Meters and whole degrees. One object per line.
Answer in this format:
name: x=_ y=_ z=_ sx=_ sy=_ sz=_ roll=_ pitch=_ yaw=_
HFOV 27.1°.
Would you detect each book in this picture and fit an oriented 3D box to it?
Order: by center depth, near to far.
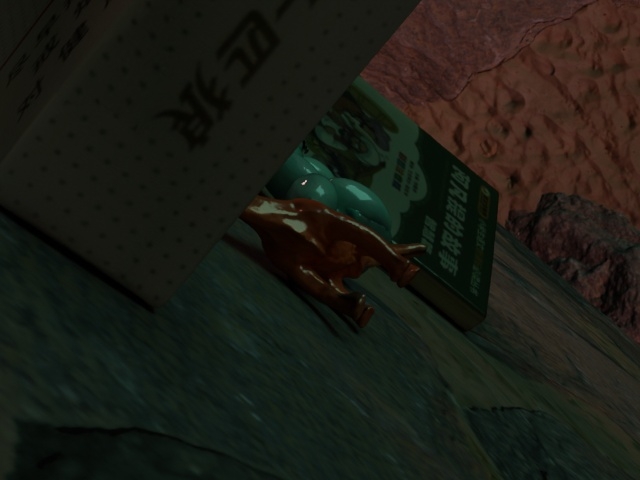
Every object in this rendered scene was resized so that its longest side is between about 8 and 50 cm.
book: x=0.048 y=-0.062 z=1.155 sx=0.264 sy=0.027 sz=0.202 roll=39 pitch=32 yaw=-15

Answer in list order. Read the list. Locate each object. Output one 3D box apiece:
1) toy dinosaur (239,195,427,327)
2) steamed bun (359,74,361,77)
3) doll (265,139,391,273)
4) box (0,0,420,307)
toy dinosaur: x=-0.003 y=0.005 z=0.765 sx=0.101 sy=0.055 sz=0.279 roll=34 pitch=7 yaw=22
steamed bun: x=-0.021 y=-0.150 z=1.308 sx=0.231 sy=0.110 sz=0.212 roll=35 pitch=9 yaw=-47
doll: x=-0.018 y=-0.042 z=0.911 sx=0.158 sy=0.059 sz=0.159 roll=41 pitch=7 yaw=4
box: x=-0.067 y=-0.134 z=0.639 sx=0.095 sy=0.210 sz=0.330 roll=37 pitch=9 yaw=-26
